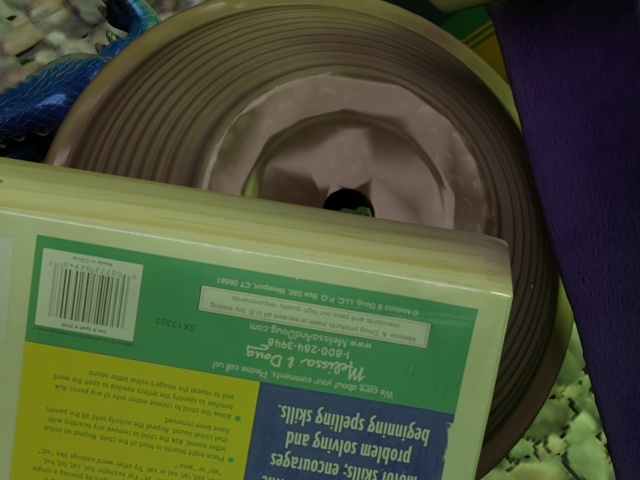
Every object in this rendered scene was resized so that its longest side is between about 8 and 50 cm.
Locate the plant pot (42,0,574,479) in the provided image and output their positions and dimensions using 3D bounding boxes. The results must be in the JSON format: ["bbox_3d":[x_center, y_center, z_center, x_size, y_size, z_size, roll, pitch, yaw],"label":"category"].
[{"bbox_3d":[0.000,0.000,0.782,0.237,0.110,0.237,2,78,-9],"label":"plant pot"}]

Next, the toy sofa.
[{"bbox_3d":[0.151,0.047,0.710,0.177,0.150,0.362,-21,97,-48],"label":"toy sofa"}]

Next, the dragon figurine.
[{"bbox_3d":[-0.075,-0.024,0.883,0.289,0.085,0.144,27,63,4],"label":"dragon figurine"}]

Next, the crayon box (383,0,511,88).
[{"bbox_3d":[0.161,-0.089,0.897,0.278,0.165,0.081,13,60,3],"label":"crayon box"}]

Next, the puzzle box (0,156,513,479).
[{"bbox_3d":[-0.151,0.098,0.720,0.409,0.272,0.052,10,23,-1],"label":"puzzle box"}]
